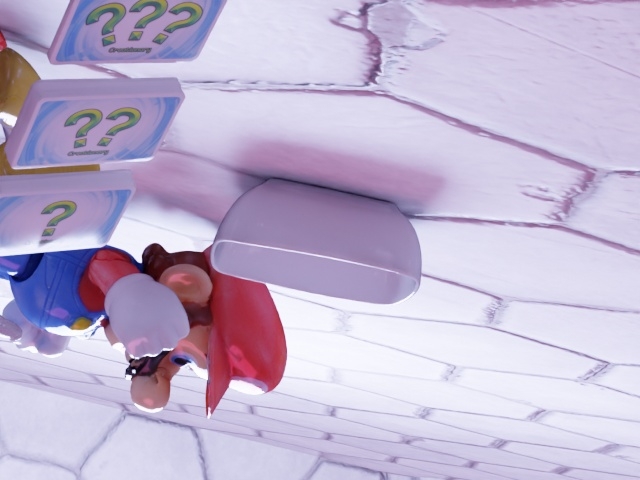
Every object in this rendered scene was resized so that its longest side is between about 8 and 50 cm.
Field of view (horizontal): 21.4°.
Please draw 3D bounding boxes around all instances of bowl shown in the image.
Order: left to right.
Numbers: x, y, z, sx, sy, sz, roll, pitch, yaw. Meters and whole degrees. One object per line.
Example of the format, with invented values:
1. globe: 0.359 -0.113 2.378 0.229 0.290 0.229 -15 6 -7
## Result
1. bowl: 0.000 0.000 1.147 0.142 0.053 0.142 12 169 -3

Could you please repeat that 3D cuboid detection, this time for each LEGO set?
1. LEGO set: -0.165 -0.037 0.728 0.244 0.060 0.182 -4 143 -35

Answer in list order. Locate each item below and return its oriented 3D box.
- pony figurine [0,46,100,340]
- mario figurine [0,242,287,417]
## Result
1. pony figurine: -0.319 -0.011 0.968 0.351 0.303 0.363 6 156 -19
2. mario figurine: -0.183 0.062 1.307 0.320 0.170 0.198 18 -157 1
